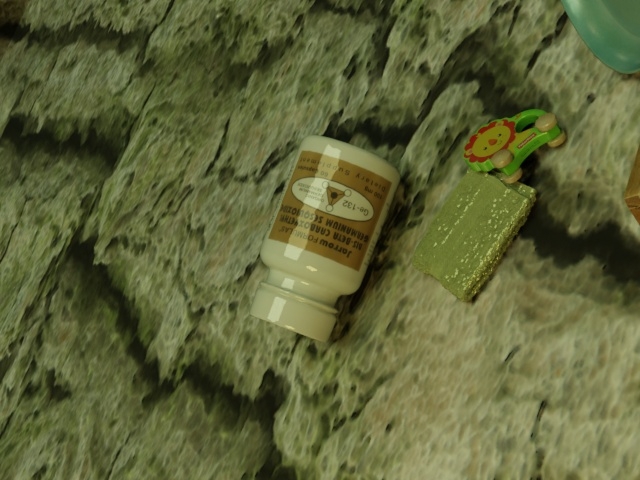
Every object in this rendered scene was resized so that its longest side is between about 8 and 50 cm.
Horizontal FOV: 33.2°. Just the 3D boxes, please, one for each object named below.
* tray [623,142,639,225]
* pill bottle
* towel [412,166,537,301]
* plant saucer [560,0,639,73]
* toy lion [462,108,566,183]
[{"bbox_3d":[0.391,-0.164,0.868,0.203,0.076,0.410,-18,32,41],"label":"tray"},{"bbox_3d":[0.000,0.000,1.299,0.131,0.131,0.229,15,83,50],"label":"pill bottle"},{"bbox_3d":[0.171,-0.012,1.200,0.148,0.027,0.110,-58,41,6],"label":"towel"},{"bbox_3d":[0.284,-0.324,1.068,0.044,0.317,0.317,-18,50,-2],"label":"plant saucer"},{"bbox_3d":[0.209,-0.111,1.193,0.100,0.034,0.096,-39,32,1],"label":"toy lion"}]
